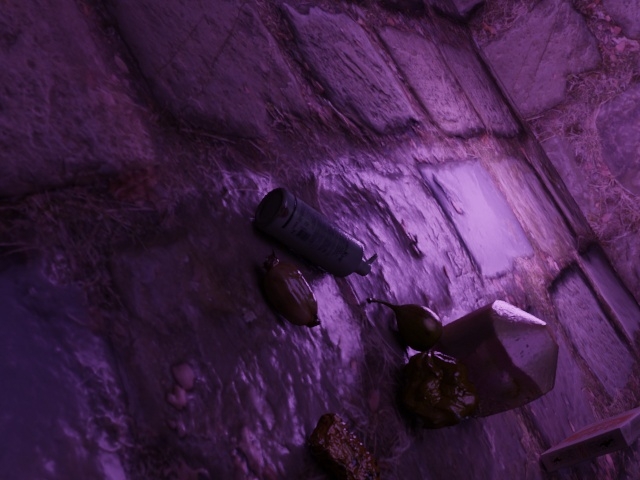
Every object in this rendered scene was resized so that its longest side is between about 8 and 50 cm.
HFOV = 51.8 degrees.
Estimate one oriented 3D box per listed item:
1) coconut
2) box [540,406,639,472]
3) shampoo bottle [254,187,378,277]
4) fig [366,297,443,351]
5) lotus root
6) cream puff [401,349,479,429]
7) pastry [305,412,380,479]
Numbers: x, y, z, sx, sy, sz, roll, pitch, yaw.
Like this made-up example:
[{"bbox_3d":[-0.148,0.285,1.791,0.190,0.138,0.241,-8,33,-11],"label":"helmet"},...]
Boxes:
[{"bbox_3d":[0.371,0.244,1.358,0.233,0.245,0.233,33,40,-33],"label":"coconut"},{"bbox_3d":[0.700,0.482,1.626,0.365,0.204,0.051,3,60,-53],"label":"box"},{"bbox_3d":[0.000,0.000,1.233,0.262,0.085,0.085,33,39,-33],"label":"shampoo bottle"},{"bbox_3d":[0.180,0.156,1.327,0.166,0.093,0.093,44,34,-24],"label":"fig"},{"bbox_3d":[-0.053,0.085,1.108,0.073,0.062,0.150,-33,88,-35],"label":"lotus root"},{"bbox_3d":[0.221,0.277,1.246,0.156,0.121,0.156,34,38,-32],"label":"cream puff"},{"bbox_3d":[0.041,0.336,1.017,0.140,0.056,0.080,50,44,-15],"label":"pastry"}]
